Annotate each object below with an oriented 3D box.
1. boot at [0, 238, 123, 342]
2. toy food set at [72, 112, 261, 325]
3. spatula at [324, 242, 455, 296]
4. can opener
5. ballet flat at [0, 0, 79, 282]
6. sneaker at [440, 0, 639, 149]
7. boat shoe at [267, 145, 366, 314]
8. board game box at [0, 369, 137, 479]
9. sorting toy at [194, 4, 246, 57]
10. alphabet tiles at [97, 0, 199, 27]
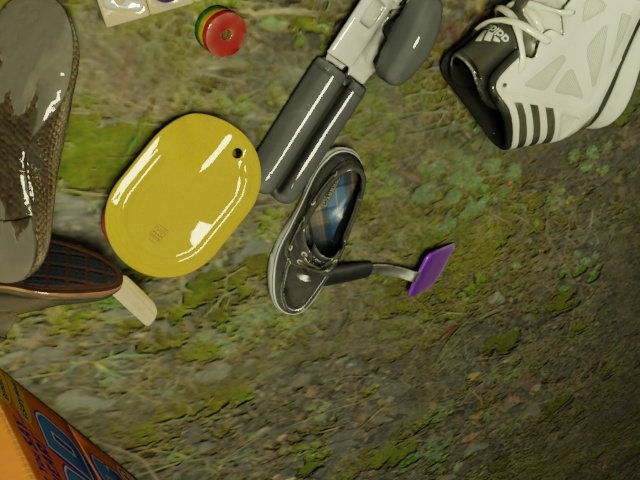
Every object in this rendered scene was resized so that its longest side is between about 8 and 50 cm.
[{"bbox_3d":[-0.306,0.057,0.771,0.219,0.082,0.106,4,130,-21],"label":"boot"},{"bbox_3d":[-0.161,-0.036,0.848,0.128,0.071,0.218,41,89,-26],"label":"toy food set"},{"bbox_3d":[0.091,0.046,1.148,0.296,0.030,0.084,-1,123,-41],"label":"spatula"},{"bbox_3d":[0.027,-0.157,0.884,0.076,0.095,0.283,23,104,-47],"label":"can opener"},{"bbox_3d":[-0.255,-0.086,0.701,0.084,0.058,0.250,8,98,1],"label":"ballet flat"},{"bbox_3d":[0.288,-0.289,0.951,0.257,0.169,0.448,-25,137,-27],"label":"sneaker"},{"bbox_3d":[0.000,0.000,0.982,0.080,0.076,0.229,19,108,-22],"label":"boat shoe"},{"bbox_3d":[-0.338,0.414,0.815,0.356,0.356,0.356,-39,139,-10],"label":"board game box"},{"bbox_3d":[-0.067,-0.304,0.726,0.132,0.046,0.275,-28,135,-22],"label":"sorting toy"},{"bbox_3d":[-0.116,-0.314,0.648,0.198,0.009,0.237,-20,121,-11],"label":"alphabet tiles"}]
